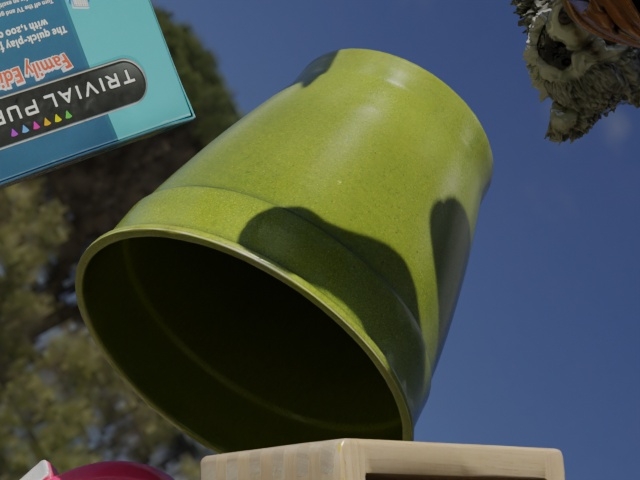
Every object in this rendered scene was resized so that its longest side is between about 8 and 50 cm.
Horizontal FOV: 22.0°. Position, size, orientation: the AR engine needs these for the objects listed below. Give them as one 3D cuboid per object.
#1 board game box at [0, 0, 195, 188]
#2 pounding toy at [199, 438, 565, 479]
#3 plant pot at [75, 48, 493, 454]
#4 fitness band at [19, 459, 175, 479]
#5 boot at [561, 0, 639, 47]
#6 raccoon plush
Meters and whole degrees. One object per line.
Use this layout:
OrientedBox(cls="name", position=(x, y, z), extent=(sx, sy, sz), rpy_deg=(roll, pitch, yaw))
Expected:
OrientedBox(cls="board game box", position=(-0.264, -0.202, 1.175), extent=(0.079, 0.253, 0.336), rpy_deg=(-14, -83, 52))
OrientedBox(cls="pounding toy", position=(-0.004, 0.169, 0.615), extent=(0.094, 0.206, 0.181), rpy_deg=(-14, -107, 46))
OrientedBox(cls="plant pot", position=(0.000, 0.000, 1.671), extent=(0.366, 0.353, 0.366), rpy_deg=(22, -35, 16))
OrientedBox(cls="fitness band", position=(-0.263, 0.339, 1.713), extent=(0.209, 0.291, 0.054), rpy_deg=(41, 13, -31))
OrientedBox(cls="boot", position=(0.263, -0.189, 1.247), extent=(0.283, 0.109, 0.220), rpy_deg=(28, 10, -35))
OrientedBox(cls="raccoon plush", position=(0.388, -0.259, 1.995), extent=(0.216, 0.446, 0.299), rpy_deg=(-30, -112, 40))
